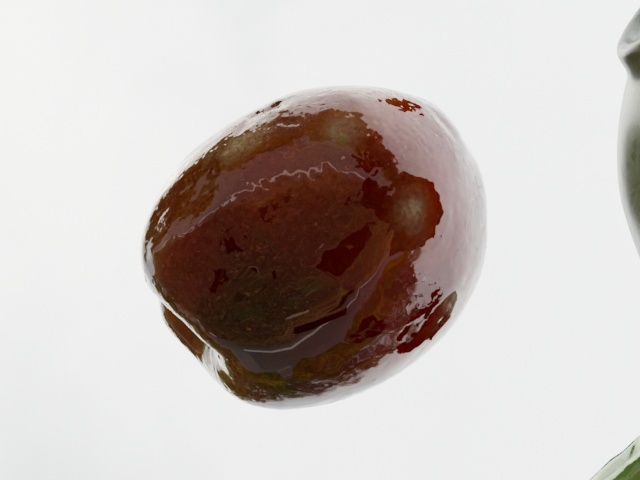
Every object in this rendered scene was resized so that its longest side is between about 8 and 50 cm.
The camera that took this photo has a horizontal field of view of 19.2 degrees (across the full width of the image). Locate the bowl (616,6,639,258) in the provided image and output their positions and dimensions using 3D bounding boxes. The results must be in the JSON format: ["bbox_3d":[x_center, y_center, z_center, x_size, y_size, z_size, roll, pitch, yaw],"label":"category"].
[{"bbox_3d":[0.253,-0.098,1.046,0.146,0.313,0.313,42,-53,-5],"label":"bowl"}]

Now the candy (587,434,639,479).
[{"bbox_3d":[0.190,0.061,0.568,0.132,0.142,0.343,46,-64,-5],"label":"candy"}]

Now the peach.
[{"bbox_3d":[0.000,0.000,1.267,0.243,0.243,0.199,-23,-78,39],"label":"peach"}]
